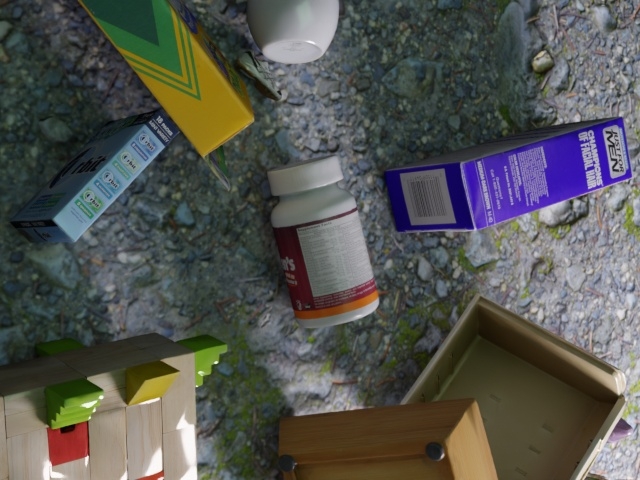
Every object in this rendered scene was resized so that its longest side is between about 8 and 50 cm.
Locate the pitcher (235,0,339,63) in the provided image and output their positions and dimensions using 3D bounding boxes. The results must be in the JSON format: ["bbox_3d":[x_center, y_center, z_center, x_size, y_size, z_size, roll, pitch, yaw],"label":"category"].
[{"bbox_3d":[-0.064,-0.354,1.431,0.178,0.125,0.207,1,77,-12],"label":"pitcher"}]

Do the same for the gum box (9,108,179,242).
[{"bbox_3d":[-0.272,-0.075,1.258,0.041,0.157,0.184,49,65,-23],"label":"gum box"}]

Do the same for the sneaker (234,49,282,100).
[{"bbox_3d":[-0.079,-0.230,1.459,0.083,0.032,0.037,44,68,-25],"label":"sneaker"}]

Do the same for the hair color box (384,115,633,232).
[{"bbox_3d":[0.289,-0.100,1.603,0.339,0.185,0.110,-19,100,-31],"label":"hair color box"}]

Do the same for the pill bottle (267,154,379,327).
[{"bbox_3d":[0.000,0.000,1.453,0.121,0.121,0.221,-19,99,-32],"label":"pill bottle"}]

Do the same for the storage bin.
[{"bbox_3d":[0.272,0.262,1.537,0.262,0.260,0.123,-52,155,-22],"label":"storage bin"}]

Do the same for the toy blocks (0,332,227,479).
[{"bbox_3d":[-0.293,0.270,1.246,0.381,0.191,0.261,-9,106,-37],"label":"toy blocks"}]

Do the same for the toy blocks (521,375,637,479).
[{"bbox_3d":[0.433,0.378,1.643,0.289,0.260,0.309,17,80,-31],"label":"toy blocks"}]

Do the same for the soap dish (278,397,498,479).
[{"bbox_3d":[0.092,0.339,1.410,0.118,0.291,0.229,-34,111,-63],"label":"soap dish"}]

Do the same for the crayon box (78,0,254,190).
[{"bbox_3d":[-0.182,-0.234,1.288,0.083,0.203,0.323,-35,111,6],"label":"crayon box"}]
